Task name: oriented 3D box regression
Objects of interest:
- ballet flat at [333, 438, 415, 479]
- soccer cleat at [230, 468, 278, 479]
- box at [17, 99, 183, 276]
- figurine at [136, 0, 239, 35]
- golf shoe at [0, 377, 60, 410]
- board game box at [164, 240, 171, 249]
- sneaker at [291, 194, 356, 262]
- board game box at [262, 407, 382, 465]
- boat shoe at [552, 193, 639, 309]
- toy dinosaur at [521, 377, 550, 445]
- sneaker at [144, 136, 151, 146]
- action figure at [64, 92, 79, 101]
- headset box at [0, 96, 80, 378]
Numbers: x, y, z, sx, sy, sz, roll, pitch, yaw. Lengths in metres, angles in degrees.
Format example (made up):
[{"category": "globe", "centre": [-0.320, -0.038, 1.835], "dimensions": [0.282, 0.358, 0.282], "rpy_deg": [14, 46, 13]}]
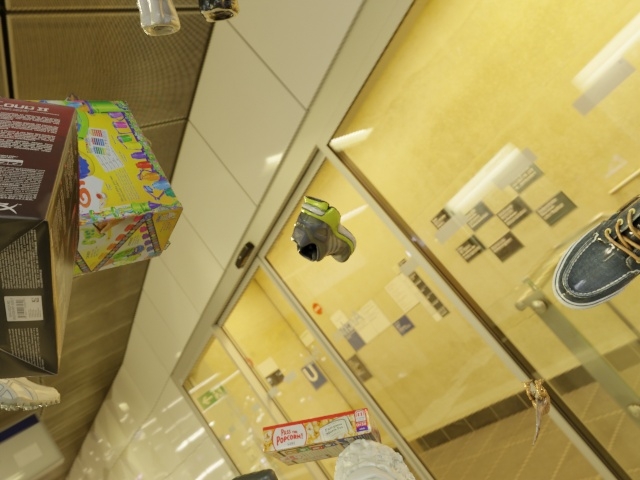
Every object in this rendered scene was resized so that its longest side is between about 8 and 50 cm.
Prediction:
[{"category": "ballet flat", "centre": [0.086, 0.423, 0.580], "dimensions": [0.147, 0.147, 0.409], "rpy_deg": [-45, 27, 23]}, {"category": "soccer cleat", "centre": [-0.104, 0.192, 0.142], "dimensions": [0.289, 0.121, 0.093], "rpy_deg": [-18, 1, -22]}, {"category": "box", "centre": [-0.469, -0.102, 0.858], "dimensions": [0.279, 0.290, 0.177], "rpy_deg": [-15, -24, -43]}, {"category": "figurine", "centre": [-0.285, -0.536, 0.890], "dimensions": [0.214, 0.210, 0.092], "rpy_deg": [-7, 13, 13]}, {"category": "golf shoe", "centre": [-0.420, 0.177, 0.592], "dimensions": [0.069, 0.086, 0.176], "rpy_deg": [-13, -29, 25]}, {"category": "board game box", "centre": [-0.476, -0.071, 1.049], "dimensions": [0.030, 0.259, 0.136], "rpy_deg": [-48, -11, 12]}, {"category": "sneaker", "centre": [0.000, 0.000, 1.112], "dimensions": [0.121, 0.111, 0.300], "rpy_deg": [-58, -28, -9]}, {"category": "board game box", "centre": [0.008, 0.367, 0.837], "dimensions": [0.193, 0.045, 0.147], "rpy_deg": [-13, -37, 7]}, {"category": "boat shoe", "centre": [0.298, -0.007, 0.428], "dimensions": [0.183, 0.065, 0.083], "rpy_deg": [-46, -24, 10]}, {"category": "toy dinosaur", "centre": [0.550, 0.408, 1.126], "dimensions": [0.064, 0.112, 0.211], "rpy_deg": [-28, -13, 32]}, {"category": "sneaker", "centre": [-0.642, -0.290, 1.407], "dimensions": [0.087, 0.130, 0.227], "rpy_deg": [4, -2, 36]}, {"category": "action figure", "centre": [-0.746, -0.305, 1.293], "dimensions": [0.285, 0.099, 0.185], "rpy_deg": [-25, -31, 27]}, {"category": "headset box", "centre": [-0.356, -0.021, 0.537], "dimensions": [0.110, 0.293, 0.218], "rpy_deg": [2, -53, -24]}]
